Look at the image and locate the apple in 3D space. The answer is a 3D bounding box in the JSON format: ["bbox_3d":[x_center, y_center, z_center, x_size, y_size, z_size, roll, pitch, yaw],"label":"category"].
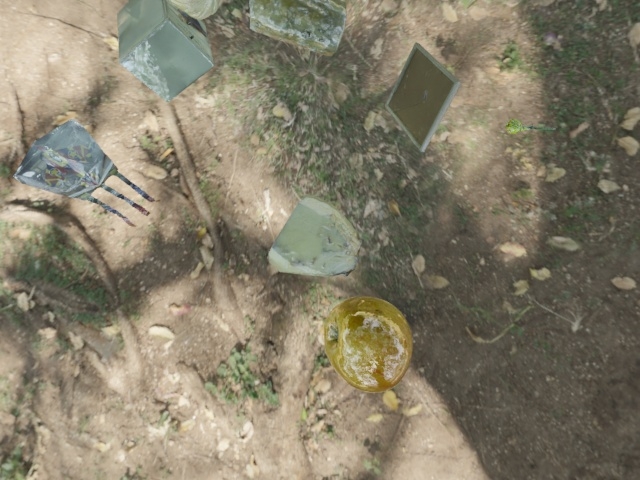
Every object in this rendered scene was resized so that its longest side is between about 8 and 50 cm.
[{"bbox_3d":[0.087,0.194,1.096,0.155,0.182,0.183,20,105,-21],"label":"apple"}]

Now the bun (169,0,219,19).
[{"bbox_3d":[-0.227,-0.462,1.028,0.069,0.115,0.115,-9,111,44],"label":"bun"}]

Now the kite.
[{"bbox_3d":[-0.383,-0.099,0.975,0.141,0.015,0.245,-38,140,11],"label":"kite"}]

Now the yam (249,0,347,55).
[{"bbox_3d":[-0.053,-0.432,1.091,0.193,0.107,0.108,11,106,-19],"label":"yam"}]

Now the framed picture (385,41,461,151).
[{"bbox_3d":[0.241,-0.352,1.385,0.016,0.250,0.184,10,123,-25],"label":"framed picture"}]

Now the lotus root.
[{"bbox_3d":[0.000,-0.003,0.963,0.144,0.070,0.143,20,72,10],"label":"lotus root"}]

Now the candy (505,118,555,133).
[{"bbox_3d":[0.524,-0.283,1.422,0.122,0.035,0.035,3,91,5],"label":"candy"}]

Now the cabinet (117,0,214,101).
[{"bbox_3d":[-0.349,-0.457,1.285,0.150,0.206,0.145,-32,140,18],"label":"cabinet"}]
